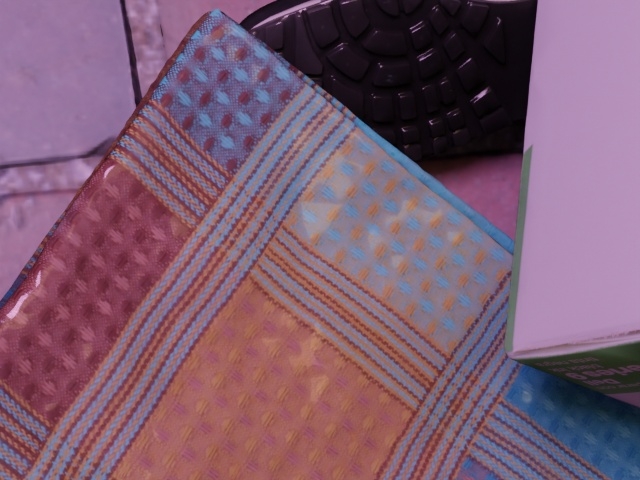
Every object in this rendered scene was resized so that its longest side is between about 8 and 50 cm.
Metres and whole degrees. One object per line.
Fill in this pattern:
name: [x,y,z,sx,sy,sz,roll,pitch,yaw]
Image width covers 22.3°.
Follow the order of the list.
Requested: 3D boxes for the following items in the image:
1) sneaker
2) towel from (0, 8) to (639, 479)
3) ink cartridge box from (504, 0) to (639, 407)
sneaker: [0.074,-0.126,0.910,0.283,0.107,0.124,-11,36,-17]
towel: [0.023,0.095,0.797,0.370,0.040,0.271,38,66,-15]
ink cartridge box: [0.245,-0.003,0.841,0.289,0.121,0.211,22,65,-33]
